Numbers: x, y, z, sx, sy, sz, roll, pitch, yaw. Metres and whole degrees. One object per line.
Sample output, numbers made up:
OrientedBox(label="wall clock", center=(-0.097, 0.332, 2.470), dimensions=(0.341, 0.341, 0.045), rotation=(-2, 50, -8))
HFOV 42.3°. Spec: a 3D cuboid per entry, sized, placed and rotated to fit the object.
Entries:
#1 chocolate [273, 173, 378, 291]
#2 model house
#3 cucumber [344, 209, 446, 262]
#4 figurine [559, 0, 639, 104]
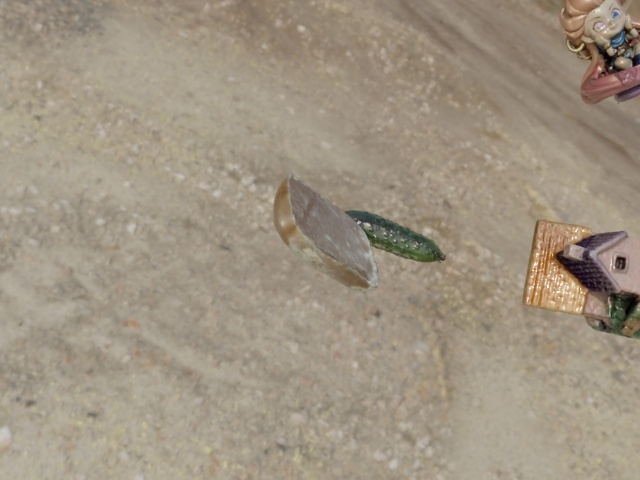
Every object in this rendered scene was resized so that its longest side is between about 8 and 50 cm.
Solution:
OrientedBox(label="chocolate", center=(-0.001, 0.002, 1.524), dimensions=(0.254, 0.080, 0.157), rotation=(34, 33, -41))
OrientedBox(label="model house", center=(0.550, 0.078, 1.673), dimensions=(0.237, 0.202, 0.237), rotation=(14, 0, -11))
OrientedBox(label="cucumber", center=(0.147, -0.004, 1.674), dimensions=(0.227, 0.069, 0.069), rotation=(21, 26, -1))
OrientedBox(label="figurine", center=(0.346, -0.234, 0.989), dimensions=(0.157, 0.126, 0.114), rotation=(52, 10, 17))
